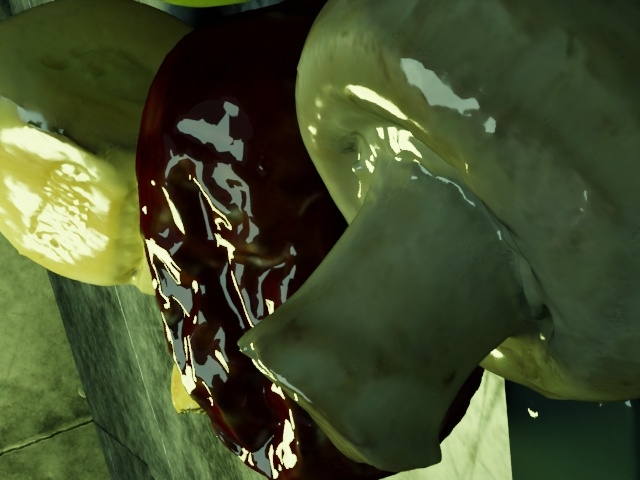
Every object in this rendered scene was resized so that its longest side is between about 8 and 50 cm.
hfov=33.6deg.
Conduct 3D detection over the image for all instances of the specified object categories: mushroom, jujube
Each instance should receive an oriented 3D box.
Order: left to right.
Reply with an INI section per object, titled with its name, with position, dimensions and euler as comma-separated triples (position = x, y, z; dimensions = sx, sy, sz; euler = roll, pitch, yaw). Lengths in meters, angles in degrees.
[jujube]
position = 0.001, 0.001, 0.839
dimensions = 0.276, 0.276, 0.377
euler = 28, 131, 58
[mushroom]
position = 0.086, -0.011, 0.587
dimensions = 0.297, 0.290, 0.297
euler = 42, 162, 17

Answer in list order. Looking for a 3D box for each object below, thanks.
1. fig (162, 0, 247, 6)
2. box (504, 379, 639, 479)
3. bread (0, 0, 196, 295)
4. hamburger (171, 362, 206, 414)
[fig]
position = -0.106, -0.298, 0.899
dimensions = 0.314, 0.233, 0.233
euler = -124, 27, -44
[box]
position = 0.201, 0.173, 0.795
dimensions = 0.160, 0.050, 0.230
euler = 31, 134, 57
[bread]
position = -0.249, -0.111, 1.290
dimensions = 0.347, 0.253, 0.376
euler = 23, 147, 1
[hamburger]
position = -0.123, 0.180, 1.454
dimensions = 0.262, 0.124, 0.131
euler = -22, 70, 62
